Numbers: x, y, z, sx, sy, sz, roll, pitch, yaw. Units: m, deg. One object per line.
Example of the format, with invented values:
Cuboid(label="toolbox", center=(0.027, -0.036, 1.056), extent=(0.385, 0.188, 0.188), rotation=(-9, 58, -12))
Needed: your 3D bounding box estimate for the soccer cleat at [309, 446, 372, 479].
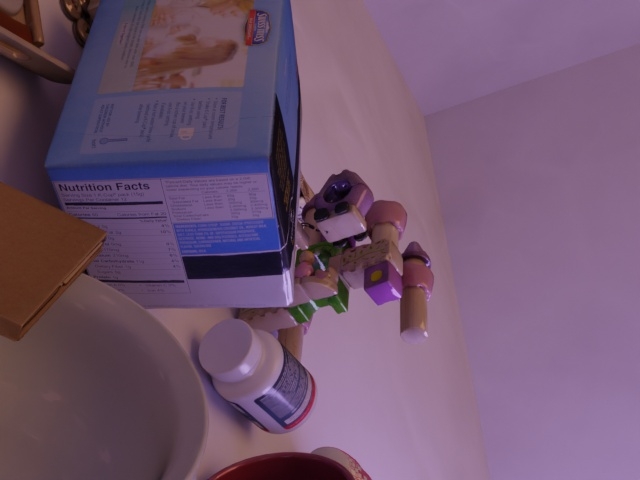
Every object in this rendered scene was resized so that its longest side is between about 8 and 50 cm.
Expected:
Cuboid(label="soccer cleat", center=(0.050, 0.479, 1.341), extent=(0.143, 0.116, 0.331), rotation=(-39, 111, -72))

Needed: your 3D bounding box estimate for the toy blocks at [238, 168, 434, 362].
Cuboid(label="toy blocks", center=(0.000, 0.000, 1.365), extent=(0.309, 0.288, 0.260), rotation=(54, 29, -39))

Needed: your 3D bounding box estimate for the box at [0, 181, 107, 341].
Cuboid(label="box", center=(-0.289, -0.009, 0.696), extent=(0.201, 0.021, 0.164), rotation=(26, 27, -2))

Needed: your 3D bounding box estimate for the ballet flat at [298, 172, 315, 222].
Cuboid(label="ballet flat", center=(-0.059, -0.100, 1.659), extent=(0.067, 0.073, 0.206), rotation=(-43, 116, -40))

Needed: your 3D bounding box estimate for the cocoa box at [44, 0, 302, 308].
Cuboid(label="cocoa box", center=(-0.144, -0.123, 1.024), extent=(0.228, 0.231, 0.347), rotation=(84, 6, -47))

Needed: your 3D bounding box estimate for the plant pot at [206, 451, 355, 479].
Cuboid(label="plant pot", center=(-0.046, 0.379, 1.053), extent=(0.201, 0.201, 0.180), rotation=(-55, 142, -68))

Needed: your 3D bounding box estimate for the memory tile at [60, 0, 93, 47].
Cuboid(label="memory tile", center=(-0.300, -0.294, 1.162), extent=(0.113, 0.012, 0.148), rotation=(-60, 131, -67))

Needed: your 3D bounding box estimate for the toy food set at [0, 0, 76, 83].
Cuboid(label="toy food set", center=(-0.344, -0.335, 0.932), extent=(0.219, 0.092, 0.306), rotation=(25, 51, -67))

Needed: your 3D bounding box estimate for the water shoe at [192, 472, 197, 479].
Cuboid(label="water shoe", center=(-0.172, 0.254, 0.839), extent=(0.080, 0.072, 0.203), rotation=(18, 83, -69))

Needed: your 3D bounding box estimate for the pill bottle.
Cuboid(label="pill bottle", center=(-0.086, 0.183, 1.213), extent=(0.180, 0.107, 0.108), rotation=(53, 26, -48))

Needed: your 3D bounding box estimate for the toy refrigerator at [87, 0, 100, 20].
Cuboid(label="toy refrigerator", center=(-0.207, -0.244, 1.232), extent=(0.102, 0.094, 0.270), rotation=(-88, 159, -47))

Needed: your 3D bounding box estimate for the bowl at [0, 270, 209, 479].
Cuboid(label="bowl", center=(-0.241, 0.144, 0.640), extent=(0.297, 0.134, 0.298), rotation=(21, 28, -12))
